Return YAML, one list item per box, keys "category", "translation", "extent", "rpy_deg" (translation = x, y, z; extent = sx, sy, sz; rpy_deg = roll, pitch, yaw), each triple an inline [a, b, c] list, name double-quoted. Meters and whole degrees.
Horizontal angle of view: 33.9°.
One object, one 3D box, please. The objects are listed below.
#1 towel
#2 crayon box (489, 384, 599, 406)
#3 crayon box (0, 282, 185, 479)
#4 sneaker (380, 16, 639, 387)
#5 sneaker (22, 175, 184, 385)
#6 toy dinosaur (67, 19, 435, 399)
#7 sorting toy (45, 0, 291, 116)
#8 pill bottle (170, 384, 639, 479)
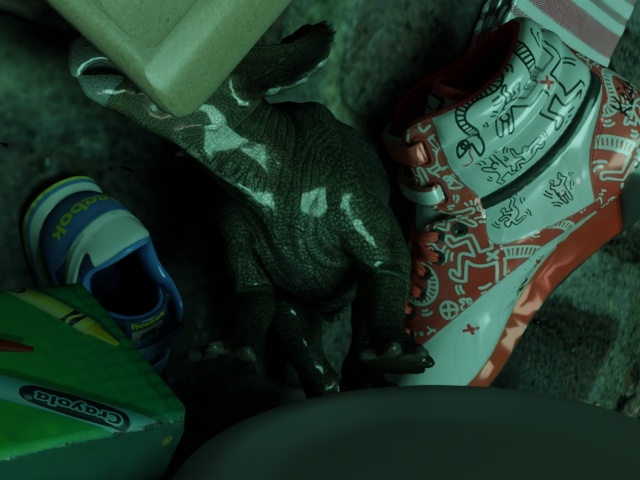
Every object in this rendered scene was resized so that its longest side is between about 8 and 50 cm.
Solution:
- category: "towel"
  translation: [0.165, -0.171, 0.687]
  extent: [0.144, 0.029, 0.197]
  rpy_deg: [16, 99, -50]
- category: "crayon box"
  translation: [0.064, 0.226, 0.731]
  extent: [0.319, 0.081, 0.202]
  rpy_deg: [-11, 116, -44]
- category: "crayon box"
  translation: [-0.175, 0.150, 0.368]
  extent: [0.165, 0.081, 0.278]
  rpy_deg: [-5, 129, -46]
- category: "sneaker"
  translation: [0.076, -0.005, 0.633]
  extent: [0.145, 0.090, 0.270]
  rpy_deg: [35, 108, -18]
- category: "sneaker"
  translation: [-0.093, 0.043, 0.480]
  extent: [0.053, 0.059, 0.144]
  rpy_deg: [-37, 134, -34]
- category: "toy dinosaur"
  translation: [0.000, 0.000, 0.510]
  extent: [0.313, 0.121, 0.160]
  rpy_deg: [51, 36, -62]
- category: "sorting toy"
  translation: [-0.086, -0.155, 0.344]
  extent: [0.229, 0.041, 0.307]
  rpy_deg: [45, 73, -25]
- category: "pill bottle"
  translation: [0.047, 0.255, 0.392]
  extent: [0.210, 0.210, 0.362]
  rpy_deg: [-11, 105, -45]
